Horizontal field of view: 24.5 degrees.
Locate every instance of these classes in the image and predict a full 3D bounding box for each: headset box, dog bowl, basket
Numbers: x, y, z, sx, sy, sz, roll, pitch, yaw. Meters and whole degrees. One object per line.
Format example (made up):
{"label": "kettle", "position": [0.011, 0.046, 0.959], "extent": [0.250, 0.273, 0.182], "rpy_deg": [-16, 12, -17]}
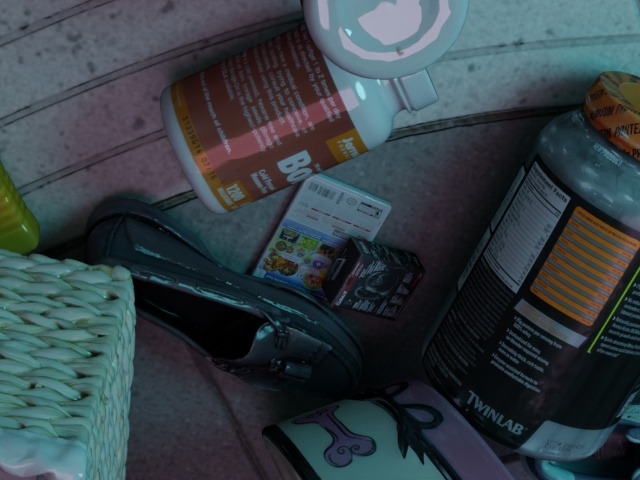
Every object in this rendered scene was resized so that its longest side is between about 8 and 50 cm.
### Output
{"label": "headset box", "position": [0.046, 0.035, 1.371], "extent": [0.083, 0.032, 0.062], "rpy_deg": [15, 117, -29]}
{"label": "dog bowl", "position": [0.117, 0.304, 1.347], "extent": [0.150, 0.408, 0.408], "rpy_deg": [-33, 119, -10]}
{"label": "basket", "position": [-0.329, 0.198, 1.230], "extent": [0.328, 0.266, 0.331], "rpy_deg": [9, 124, 2]}

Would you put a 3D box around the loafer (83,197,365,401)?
{"label": "loafer", "position": [-0.090, 0.078, 1.348], "extent": [0.302, 0.095, 0.109], "rpy_deg": [33, 122, -20]}

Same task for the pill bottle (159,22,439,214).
{"label": "pill bottle", "position": [-0.016, -0.115, 1.239], "extent": [0.216, 0.121, 0.121], "rpy_deg": [-23, 119, 8]}

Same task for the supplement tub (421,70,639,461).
{"label": "supplement tub", "position": [0.237, 0.022, 1.302], "extent": [0.193, 0.193, 0.316], "rpy_deg": [20, 116, -16]}

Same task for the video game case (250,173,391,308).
{"label": "video game case", "position": [0.000, 0.000, 1.369], "extent": [0.087, 0.011, 0.122], "rpy_deg": [22, 114, -18]}

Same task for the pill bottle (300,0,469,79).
{"label": "pill bottle", "position": [0.038, -0.217, 1.130], "extent": [0.121, 0.221, 0.121], "rpy_deg": [-2, 119, -4]}

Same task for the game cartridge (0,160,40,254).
{"label": "game cartridge", "position": [-0.440, -0.073, 1.260], "extent": [0.285, 0.053, 0.324], "rpy_deg": [-23, 118, 7]}

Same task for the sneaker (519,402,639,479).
{"label": "sneaker", "position": [0.335, 0.201, 1.419], "extent": [0.283, 0.122, 0.110], "rpy_deg": [-11, 90, 7]}
